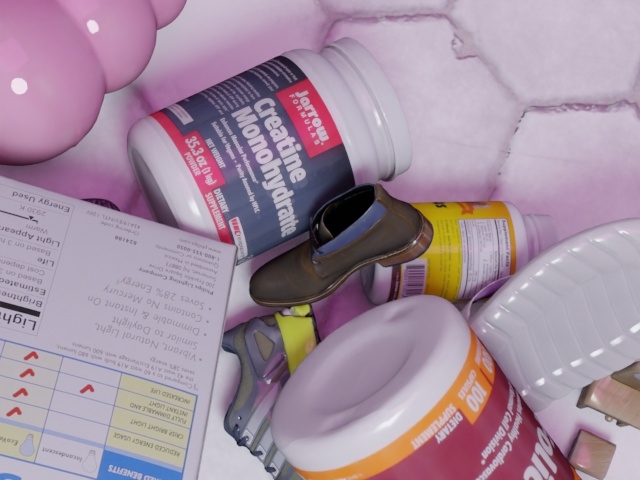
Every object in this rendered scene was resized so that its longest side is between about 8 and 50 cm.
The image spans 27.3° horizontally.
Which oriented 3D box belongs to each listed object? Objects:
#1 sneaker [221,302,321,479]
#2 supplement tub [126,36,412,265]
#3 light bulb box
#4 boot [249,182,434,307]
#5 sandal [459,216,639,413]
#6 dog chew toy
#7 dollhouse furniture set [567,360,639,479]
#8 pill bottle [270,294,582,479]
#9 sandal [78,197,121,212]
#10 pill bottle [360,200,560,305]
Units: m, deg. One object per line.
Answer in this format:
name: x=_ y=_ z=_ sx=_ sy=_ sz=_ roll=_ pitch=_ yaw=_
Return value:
sneaker: x=-0.041 y=0.220 z=1.445 sx=0.121 sy=0.111 sz=0.299 roll=-10 pitch=76 yaw=2
supplement tub: x=-0.057 y=-0.094 z=1.453 sx=0.272 sy=0.191 sz=0.191 roll=-27 pitch=84 yaw=-13
light bulb box: x=-0.296 y=0.151 z=1.260 sx=0.358 sy=0.225 sz=0.361 roll=17 pitch=49 yaw=-11
boot: x=0.000 y=0.000 z=1.401 sx=0.219 sy=0.106 sz=0.082 roll=-23 pitch=54 yaw=18
sandal: x=0.223 y=0.102 z=1.452 sx=0.416 sy=0.102 sz=0.169 roll=-36 pitch=113 yaw=11
dog chew toy: x=-0.277 y=-0.234 z=1.449 sx=0.206 sy=0.206 sz=0.332 roll=45 pitch=67 yaw=2
dollhouse furniture set: x=0.388 y=0.350 z=1.441 sx=0.303 sy=0.174 sz=0.355 roll=25 pitch=75 yaw=-3
pill bottle: x=0.146 y=0.266 z=1.339 sx=0.224 sy=0.224 sz=0.392 roll=-43 pitch=111 yaw=-15
sandal: x=-0.347 y=-0.007 z=1.465 sx=0.255 sy=0.054 sz=0.097 roll=5 pitch=84 yaw=-18
pill bottle: x=0.158 y=0.014 z=1.503 sx=0.215 sy=0.117 sz=0.117 roll=-1 pitch=78 yaw=-10
